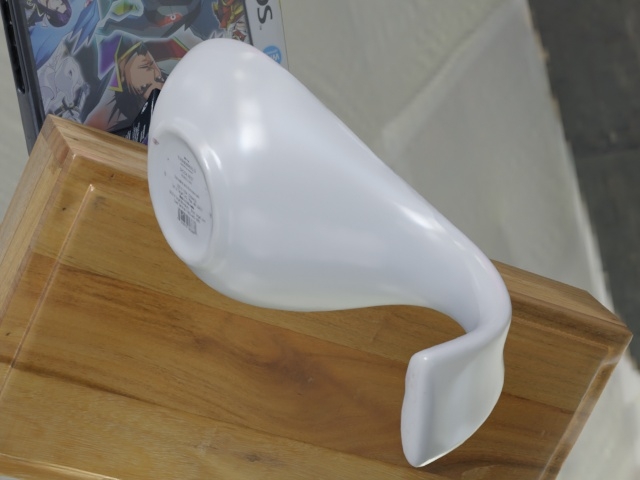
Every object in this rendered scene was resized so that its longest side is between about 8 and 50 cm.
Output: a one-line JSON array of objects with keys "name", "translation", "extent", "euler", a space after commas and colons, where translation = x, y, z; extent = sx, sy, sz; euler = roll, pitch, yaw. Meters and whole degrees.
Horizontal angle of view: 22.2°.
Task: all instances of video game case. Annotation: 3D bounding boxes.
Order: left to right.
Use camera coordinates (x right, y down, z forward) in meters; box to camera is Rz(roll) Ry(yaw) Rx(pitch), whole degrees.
[{"name": "video game case", "translation": [-0.160, -0.226, 1.485], "extent": [0.275, 0.035, 0.248], "euler": [-20, -65, -30]}]

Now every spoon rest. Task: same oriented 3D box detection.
[{"name": "spoon rest", "translation": [0.000, 0.000, 0.760], "extent": [0.084, 0.276, 0.137], "euler": [-14, -54, -28]}]

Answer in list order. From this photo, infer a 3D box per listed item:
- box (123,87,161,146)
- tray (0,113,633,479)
[{"name": "box", "translation": [-0.087, 0.011, 1.491], "extent": [0.261, 0.184, 0.103], "euler": [28, -153, -17]}, {"name": "tray", "translation": [-0.015, 0.083, 1.030], "extent": [0.411, 0.076, 0.203], "euler": [17, -74, -30]}]
